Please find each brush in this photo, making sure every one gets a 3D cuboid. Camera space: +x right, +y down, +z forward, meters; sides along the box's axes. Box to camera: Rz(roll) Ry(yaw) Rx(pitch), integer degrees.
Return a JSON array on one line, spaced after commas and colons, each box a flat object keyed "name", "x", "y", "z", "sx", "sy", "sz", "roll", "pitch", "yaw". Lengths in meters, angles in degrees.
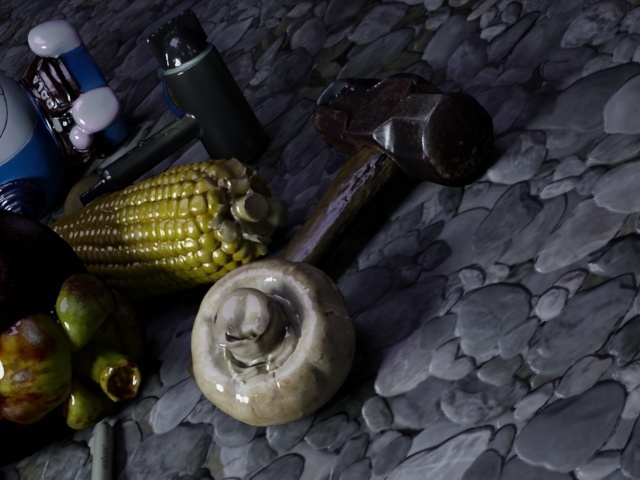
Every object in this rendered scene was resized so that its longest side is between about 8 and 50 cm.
[{"name": "brush", "x": -0.221, "y": 0.272, "z": 1.561, "sx": 0.039, "sy": 0.042, "sz": 0.299, "roll": -37, "pitch": 24, "yaw": 12}]

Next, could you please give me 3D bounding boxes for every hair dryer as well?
[{"name": "hair dryer", "x": -0.207, "y": -0.138, "z": 1.901, "sx": 0.248, "sy": 0.195, "sz": 0.078, "roll": -38, "pitch": 25, "yaw": -17}]

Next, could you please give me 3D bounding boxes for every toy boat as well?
[{"name": "toy boat", "x": -0.186, "y": -0.221, "z": 2.200, "sx": 0.080, "sy": 0.046, "sz": 0.229, "roll": -40, "pitch": 27, "yaw": 5}]

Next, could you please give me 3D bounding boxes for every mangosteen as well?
[{"name": "mangosteen", "x": -0.354, "y": 0.104, "z": 1.725, "sx": 0.313, "sy": 0.297, "sz": 0.297, "roll": -12, "pitch": 24, "yaw": -13}]

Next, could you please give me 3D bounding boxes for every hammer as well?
[{"name": "hammer", "x": 0.000, "y": 0.000, "z": 1.624, "sx": 0.409, "sy": 0.095, "sz": 0.242, "roll": -54, "pitch": 29, "yaw": -10}]

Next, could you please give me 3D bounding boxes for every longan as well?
[{"name": "longan", "x": -0.273, "y": -0.035, "z": 2.004, "sx": 0.119, "sy": 0.106, "sz": 0.106, "roll": 9, "pitch": 42, "yaw": 3}]

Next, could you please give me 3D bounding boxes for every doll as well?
[{"name": "doll", "x": -0.444, "y": -0.147, "z": 2.239, "sx": 0.310, "sy": 0.240, "sz": 0.284, "roll": -29, "pitch": 54, "yaw": -8}]

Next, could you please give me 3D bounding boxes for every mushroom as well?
[{"name": "mushroom", "x": -0.046, "y": 0.092, "z": 1.465, "sx": 0.166, "sy": 0.127, "sz": 0.166, "roll": -7, "pitch": 63, "yaw": 14}]

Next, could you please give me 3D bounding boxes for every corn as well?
[{"name": "corn", "x": -0.206, "y": -0.001, "z": 1.809, "sx": 0.387, "sy": 0.144, "sz": 0.144, "roll": -14, "pitch": 39, "yaw": 40}]
